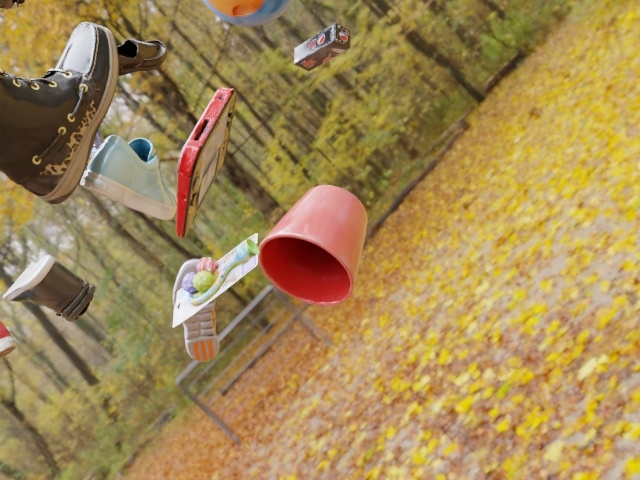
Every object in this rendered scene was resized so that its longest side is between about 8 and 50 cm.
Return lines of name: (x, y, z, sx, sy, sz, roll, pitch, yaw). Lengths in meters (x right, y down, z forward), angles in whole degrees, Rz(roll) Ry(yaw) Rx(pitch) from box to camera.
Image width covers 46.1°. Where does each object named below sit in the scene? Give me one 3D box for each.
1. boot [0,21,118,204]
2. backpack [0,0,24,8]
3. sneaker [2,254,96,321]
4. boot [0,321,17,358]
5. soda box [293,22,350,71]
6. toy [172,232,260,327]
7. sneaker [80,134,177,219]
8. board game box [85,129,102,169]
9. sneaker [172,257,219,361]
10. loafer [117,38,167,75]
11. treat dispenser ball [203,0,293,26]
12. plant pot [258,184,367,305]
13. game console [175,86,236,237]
boot: (-0.548, -0.287, 1.404, 0.138, 0.284, 0.378, 8, 77, 37)
backpack: (-0.726, -0.622, 1.707, 0.182, 0.115, 0.152, -48, 4, 27)
sneaker: (-0.588, 0.120, 1.637, 0.295, 0.147, 0.105, -15, 39, 54)
boot: (-0.826, 0.230, 1.677, 0.244, 0.176, 0.088, -34, -7, -5)
soda box: (0.004, -0.511, 1.994, 0.168, 0.060, 0.053, -17, 64, 46)
toy: (-0.236, 0.070, 1.601, 0.237, 0.056, 0.137, -33, 27, 14)
sneaker: (-0.388, -0.141, 1.666, 0.150, 0.135, 0.366, -64, -9, -1)
board game box: (-0.643, -0.246, 1.900, 0.170, 0.141, 0.048, -3, -31, -30)
sneaker: (-0.367, 0.179, 2.188, 0.124, 0.321, 0.180, -4, 24, -12)
loafer: (-0.498, -0.506, 2.042, 0.220, 0.080, 0.078, -38, -16, -45)
treat dispenser ball: (-0.190, -0.711, 1.975, 0.288, 0.288, 0.288, -45, 2, 2)
plant pot: (0.000, 0.000, 2.035, 0.275, 0.275, 0.243, -43, 16, 49)
game console: (-0.342, -0.242, 2.265, 0.342, 0.060, 0.387, 103, -175, -48)
